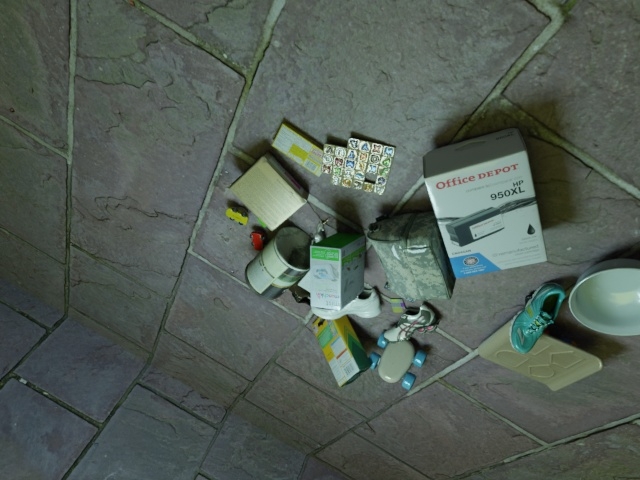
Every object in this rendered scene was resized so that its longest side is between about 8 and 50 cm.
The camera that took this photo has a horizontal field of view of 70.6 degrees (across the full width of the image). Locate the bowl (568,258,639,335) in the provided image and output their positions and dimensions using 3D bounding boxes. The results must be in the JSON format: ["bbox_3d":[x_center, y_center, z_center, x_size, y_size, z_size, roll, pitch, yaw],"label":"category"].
[{"bbox_3d":[0.959,0.157,1.448,0.298,0.134,0.298,13,134,14],"label":"bowl"}]

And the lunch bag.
[{"bbox_3d":[0.323,0.054,1.605,0.256,0.212,0.305,-7,124,29],"label":"lunch bag"}]

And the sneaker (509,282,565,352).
[{"bbox_3d":[0.752,0.269,1.572,0.107,0.110,0.275,27,96,3],"label":"sneaker"}]

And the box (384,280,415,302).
[{"bbox_3d":[0.341,0.190,1.847,0.137,0.027,0.094,27,134,2],"label":"box"}]

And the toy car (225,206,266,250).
[{"bbox_3d":[-0.250,-0.077,1.876,0.225,0.053,0.239,-20,119,36],"label":"toy car"}]

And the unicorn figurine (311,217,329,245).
[{"bbox_3d":[0.000,0.000,1.802,0.060,0.111,0.162,7,146,7],"label":"unicorn figurine"}]

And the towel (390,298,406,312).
[{"bbox_3d":[0.334,0.280,1.942,0.060,0.009,0.083,-3,126,29],"label":"towel"}]

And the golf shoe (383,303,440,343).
[{"bbox_3d":[0.373,0.353,1.939,0.273,0.105,0.120,-29,100,33],"label":"golf shoe"}]

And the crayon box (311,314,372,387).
[{"bbox_3d":[0.091,0.487,2.105,0.323,0.083,0.203,62,142,25],"label":"crayon box"}]

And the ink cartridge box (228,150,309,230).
[{"bbox_3d":[-0.190,-0.183,1.693,0.193,0.088,0.235,-37,107,22],"label":"ink cartridge box"}]

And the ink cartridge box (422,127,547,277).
[{"bbox_3d":[0.502,-0.103,1.387,0.285,0.166,0.395,-14,121,21],"label":"ink cartridge box"}]

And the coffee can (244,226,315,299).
[{"bbox_3d":[-0.166,0.098,1.879,0.201,0.201,0.275,38,133,-10],"label":"coffee can"}]

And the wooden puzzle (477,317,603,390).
[{"bbox_3d":[0.843,0.436,1.766,0.348,0.080,0.322,27,144,6],"label":"wooden puzzle"}]

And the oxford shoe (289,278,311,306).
[{"bbox_3d":[-0.099,0.227,2.043,0.227,0.096,0.083,29,137,2],"label":"oxford shoe"}]

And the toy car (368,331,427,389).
[{"bbox_3d":[0.357,0.565,2.097,0.219,0.210,0.238,25,166,21],"label":"toy car"}]

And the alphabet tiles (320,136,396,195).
[{"bbox_3d":[0.121,-0.259,1.550,0.237,0.009,0.198,13,134,5],"label":"alphabet tiles"}]

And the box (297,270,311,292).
[{"bbox_3d":[0.005,0.151,1.928,0.130,0.091,0.170,34,134,-6],"label":"box"}]

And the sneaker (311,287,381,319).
[{"bbox_3d":[0.107,0.257,1.958,0.305,0.114,0.152,-5,124,9],"label":"sneaker"}]

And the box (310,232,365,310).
[{"bbox_3d":[0.072,0.108,1.688,0.126,0.262,0.231,6,104,23],"label":"box"}]

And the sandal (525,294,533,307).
[{"bbox_3d":[0.794,0.262,1.687,0.067,0.040,0.179,2,127,25],"label":"sandal"}]

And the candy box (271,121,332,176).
[{"bbox_3d":[-0.064,-0.319,1.591,0.206,0.027,0.105,33,131,-5],"label":"candy box"}]
